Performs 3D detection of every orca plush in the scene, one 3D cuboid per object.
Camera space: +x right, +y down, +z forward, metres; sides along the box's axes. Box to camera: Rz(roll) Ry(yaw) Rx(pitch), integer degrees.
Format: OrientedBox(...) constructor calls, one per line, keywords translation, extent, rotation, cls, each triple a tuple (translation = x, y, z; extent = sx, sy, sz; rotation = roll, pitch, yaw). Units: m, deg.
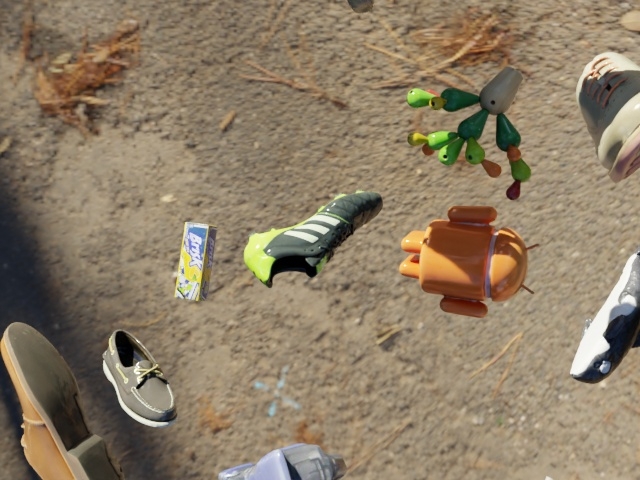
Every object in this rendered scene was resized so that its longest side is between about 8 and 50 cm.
OrientedBox(translation=(0.568, 0.153, 1.818), extent=(0.102, 0.287, 0.151), rotation=(32, 149, -3), cls="orca plush")

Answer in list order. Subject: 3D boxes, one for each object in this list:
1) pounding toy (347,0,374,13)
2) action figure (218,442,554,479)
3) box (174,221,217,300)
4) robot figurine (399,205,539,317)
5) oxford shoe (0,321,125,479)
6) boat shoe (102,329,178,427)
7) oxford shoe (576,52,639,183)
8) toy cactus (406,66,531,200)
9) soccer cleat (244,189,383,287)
OrientedBox(translation=(0.050, -0.395, 1.088), extent=(0.269, 0.155, 0.154), rotation=(104, 149, -62), cls="pounding toy")
OrientedBox(translation=(-0.009, 0.223, 0.588), extent=(0.341, 0.330, 0.178), rotation=(125, 139, -64), cls="action figure")
OrientedBox(translation=(-0.273, 0.047, 2.157), extent=(0.059, 0.054, 0.168), rotation=(8, 89, 16), cls="box")
OrientedBox(translation=(0.243, 0.035, 1.603), extent=(0.219, 0.128, 0.158), rotation=(7, 66, 17), cls="robot figurine")
OrientedBox(translation=(-0.284, 0.187, 1.007), extent=(0.076, 0.076, 0.212), rotation=(-30, 82, 21), cls="oxford shoe")
OrientedBox(translation=(-0.301, 0.227, 1.631), extent=(0.228, 0.081, 0.068), rotation=(36, 123, 47), cls="boat shoe")
OrientedBox(translation=(0.402, -0.176, 1.327), extent=(0.140, 0.397, 0.146), rotation=(-44, 86, 14), cls="oxford shoe")
OrientedBox(translation=(0.239, -0.174, 1.456), extent=(0.219, 0.112, 0.180), rotation=(35, 78, 15), cls="toy cactus")
OrientedBox(translation=(0.000, 0.000, 1.124), extent=(0.072, 0.179, 0.060), rotation=(56, 164, 33), cls="soccer cleat")
